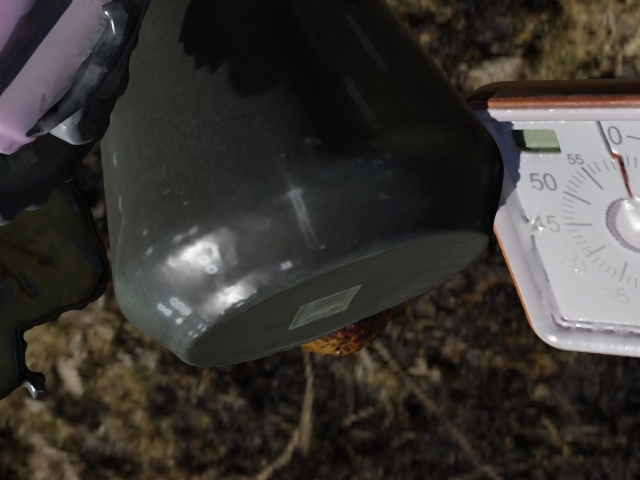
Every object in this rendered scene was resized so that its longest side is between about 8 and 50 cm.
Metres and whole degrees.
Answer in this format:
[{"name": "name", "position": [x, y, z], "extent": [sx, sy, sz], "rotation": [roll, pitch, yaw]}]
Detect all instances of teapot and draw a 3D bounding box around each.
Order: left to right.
[{"name": "teapot", "position": [-0.042, -0.112, 1.045], "extent": [0.253, 0.344, 0.300], "rotation": [-22, 167, 8]}]

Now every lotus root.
[{"name": "lotus root", "position": [-0.210, 0.003, 0.803], "extent": [0.183, 0.203, 0.078], "rotation": [-14, 162, -34]}]

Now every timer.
[{"name": "timer", "position": [0.262, -0.037, 1.268], "extent": [0.257, 0.161, 0.250], "rotation": [3, 144, 39]}]

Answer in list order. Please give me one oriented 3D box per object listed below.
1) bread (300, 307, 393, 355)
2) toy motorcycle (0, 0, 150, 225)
[{"name": "bread", "position": [0.000, 0.000, 1.236], "extent": [0.064, 0.193, 0.193], "rotation": [-18, 127, 30]}, {"name": "toy motorcycle", "position": [-0.070, -0.154, 0.437], "extent": [0.143, 0.188, 0.327], "rotation": [29, 103, 21]}]
